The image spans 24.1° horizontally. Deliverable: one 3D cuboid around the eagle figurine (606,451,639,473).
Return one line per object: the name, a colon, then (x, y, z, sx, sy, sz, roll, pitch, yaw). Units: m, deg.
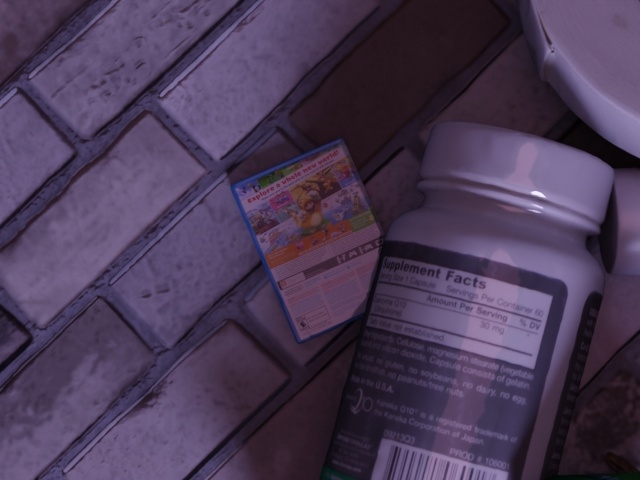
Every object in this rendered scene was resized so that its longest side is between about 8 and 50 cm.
eagle figurine: (0.273, 0.371, 1.333, 0.225, 0.226, 0.298, 41, 82, -18)

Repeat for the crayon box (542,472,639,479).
crayon box: (0.264, 0.329, 1.206, 0.165, 0.081, 0.278, -8, 88, 33)

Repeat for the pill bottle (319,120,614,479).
pill bottle: (0.136, 0.090, 1.340, 0.204, 0.204, 0.361, 16, 86, 1)

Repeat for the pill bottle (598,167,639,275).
pill bottle: (0.369, -0.021, 1.389, 0.208, 0.119, 0.119, -1, 86, 0)

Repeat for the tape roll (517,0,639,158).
tape roll: (0.374, -0.241, 1.375, 0.392, 0.072, 0.392, 0, 70, 1)

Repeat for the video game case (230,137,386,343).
video game case: (0.000, 0.000, 1.441, 0.119, 0.015, 0.166, -23, 87, -1)
